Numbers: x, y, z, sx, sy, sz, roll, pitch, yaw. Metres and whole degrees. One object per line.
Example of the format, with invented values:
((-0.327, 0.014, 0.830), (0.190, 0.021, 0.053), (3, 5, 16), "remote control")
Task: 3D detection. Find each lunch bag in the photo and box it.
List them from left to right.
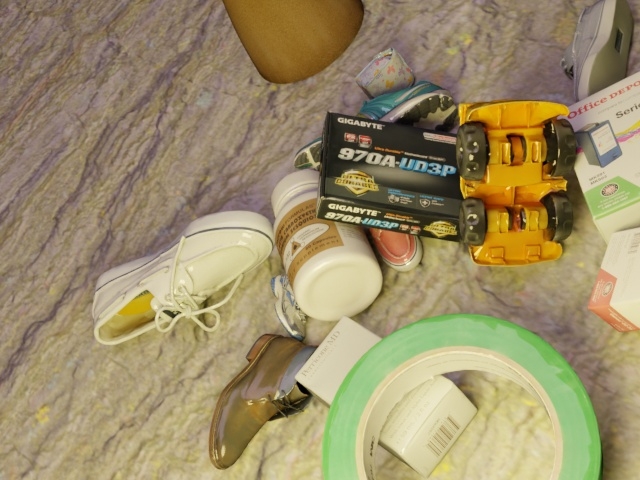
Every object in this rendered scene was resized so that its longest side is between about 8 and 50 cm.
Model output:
((0.110, -0.270, 1.883), (0.083, 0.071, 0.053), (-47, 37, -2), "lunch bag")

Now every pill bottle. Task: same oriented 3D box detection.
((0.000, 0.000, 1.693), (0.131, 0.131, 0.229), (-33, 42, 10), "pill bottle")

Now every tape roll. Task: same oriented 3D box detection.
((0.164, 0.248, 1.318), (0.321, 0.077, 0.321), (-6, 66, 14), "tape roll")

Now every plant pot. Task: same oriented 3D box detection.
((-0.086, -0.454, 2.053), (0.237, 0.254, 0.237), (-21, 47, 24), "plant pot")

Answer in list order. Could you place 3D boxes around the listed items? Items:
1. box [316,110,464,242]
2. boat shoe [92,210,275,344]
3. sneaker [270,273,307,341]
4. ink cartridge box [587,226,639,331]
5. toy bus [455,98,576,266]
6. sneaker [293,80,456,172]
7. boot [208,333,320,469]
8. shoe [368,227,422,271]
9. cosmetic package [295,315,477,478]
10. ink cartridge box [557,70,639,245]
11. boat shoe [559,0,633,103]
((0.107, -0.094, 1.656), (0.220, 0.051, 0.175), (10, 51, -6), "box")
((-0.227, 0.082, 1.797), (0.367, 0.136, 0.156), (-22, 45, 25), "boat shoe")
((-0.037, 0.094, 1.705), (0.058, 0.052, 0.135), (-26, 44, 10), "sneaker")
((0.424, 0.038, 1.338), (0.198, 0.067, 0.115), (-16, 44, 56), "ink cartridge box")
((0.249, -0.093, 1.563), (0.149, 0.220, 0.211), (-4, 14, -6), "toy bus")
((0.084, -0.168, 1.799), (0.275, 0.107, 0.110), (-26, 36, -2), "sneaker")
((-0.076, 0.227, 1.598), (0.106, 0.082, 0.219), (0, 54, 41), "boot")
((0.090, -0.031, 1.688), (0.063, 0.081, 0.178), (-35, 42, 9), "shoe")
((0.083, 0.202, 1.496), (0.231, 0.085, 0.117), (28, 75, 46), "cosmetic package")
((0.417, -0.110, 1.496), (0.154, 0.093, 0.212), (-25, 42, 19), "ink cartridge box")
((0.399, -0.268, 1.664), (0.081, 0.079, 0.227), (-12, 44, 42), "boat shoe")
